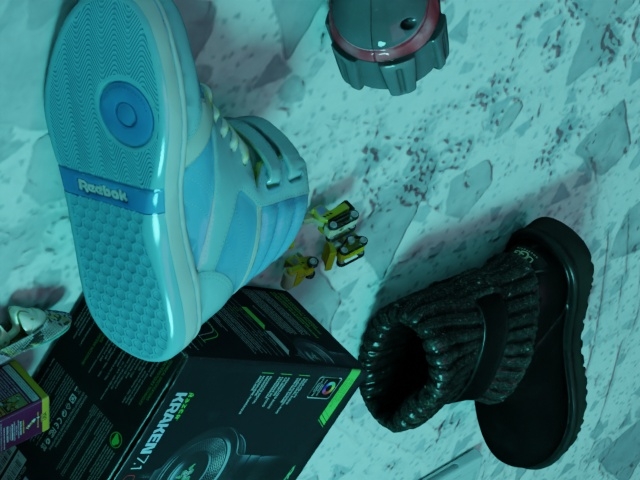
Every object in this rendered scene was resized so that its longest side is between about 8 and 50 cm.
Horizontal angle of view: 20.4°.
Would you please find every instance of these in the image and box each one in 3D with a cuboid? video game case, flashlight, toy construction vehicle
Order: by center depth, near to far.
[{"bbox_3d":[0.034,-0.240,1.381,0.103,0.103,0.304,-37,148,-12],"label":"flashlight"},{"bbox_3d":[0.000,0.000,1.669,0.098,0.035,0.086,-28,154,-24],"label":"toy construction vehicle"},{"bbox_3d":[0.133,0.342,2.200,0.143,0.019,0.157,-26,142,-30],"label":"video game case"}]

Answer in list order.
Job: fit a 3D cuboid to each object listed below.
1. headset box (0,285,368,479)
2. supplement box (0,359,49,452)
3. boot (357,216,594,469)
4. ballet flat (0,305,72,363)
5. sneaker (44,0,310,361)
[{"bbox_3d":[-0.126,0.168,1.603,0.283,0.131,0.246,11,117,-54],"label":"headset box"},{"bbox_3d":[-0.273,0.144,1.475,0.083,0.055,0.043,-25,141,-31],"label":"supplement box"},{"bbox_3d":[0.162,0.157,1.924,0.260,0.131,0.348,-32,135,-35],"label":"boot"},{"bbox_3d":[-0.253,0.076,1.444,0.114,0.041,0.041,-29,143,-29],"label":"ballet flat"},{"bbox_3d":[-0.100,-0.083,1.393,0.208,0.127,0.319,-37,140,-42],"label":"sneaker"}]
